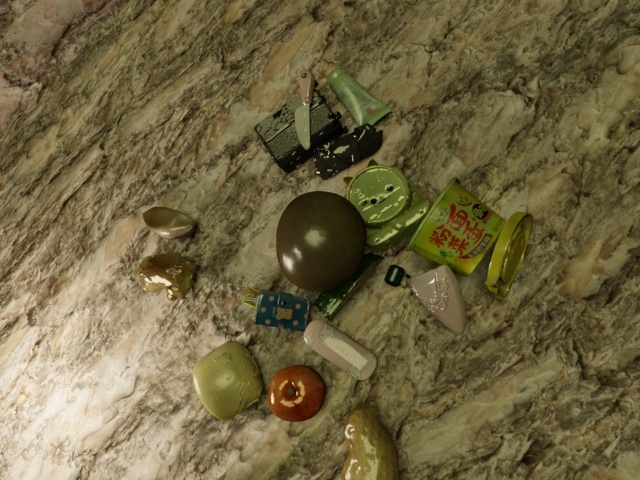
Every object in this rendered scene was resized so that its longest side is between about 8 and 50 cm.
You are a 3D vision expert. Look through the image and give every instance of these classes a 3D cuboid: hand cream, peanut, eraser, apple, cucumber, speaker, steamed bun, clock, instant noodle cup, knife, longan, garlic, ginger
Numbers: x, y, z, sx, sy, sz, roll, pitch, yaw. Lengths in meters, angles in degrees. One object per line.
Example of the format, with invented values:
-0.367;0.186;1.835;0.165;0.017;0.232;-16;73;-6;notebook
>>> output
0.145;-0.606;1.867;0.147;0.093;0.305;-37;69;0;hand cream
0.162;0.746;1.455;0.193;0.169;0.386;-12;69;19;peanut
0.415;0.215;1.521;0.059;0.204;0.243;-27;85;-35;eraser
-0.089;0.545;1.588;0.210;0.164;0.209;-5;72;15;apple
0.100;0.152;1.656;0.105;0.145;0.325;42;87;16;cucumber
0.289;0.136;1.633;0.095;0.060;0.075;22;84;22;speaker
-0.357;0.521;1.679;0.232;0.166;0.272;-33;68;9;steamed bun
0.604;0.043;1.443;0.071;0.277;0.293;23;77;35;clock
0.469;-0.033;1.513;0.222;0.311;0.311;34;88;13;instant noodle cup
0.227;-0.157;1.703;0.286;0.117;0.348;-34;68;6;clock
-0.069;-0.525;1.780;0.081;0.043;0.335;-2;78;25;knife
0.000;0.000;1.552;0.362;0.361;0.360;-5;74;17;longan
-0.686;-0.076;1.978;0.318;0.112;0.143;23;61;28;garlic
-0.657;0.157;1.898;0.276;0.130;0.221;-22;79;17;ginger

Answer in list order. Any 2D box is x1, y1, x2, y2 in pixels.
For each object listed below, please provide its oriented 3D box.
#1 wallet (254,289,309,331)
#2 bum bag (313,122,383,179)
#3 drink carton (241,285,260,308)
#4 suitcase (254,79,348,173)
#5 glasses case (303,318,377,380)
-0.148;0.267;1.694;0.203;0.059;0.140;10;81;-6;wallet
0.106;-0.372;1.807;0.327;0.079;0.142;-28;103;10;bum bag
-0.231;0.248;1.773;0.166;0.056;0.071;21;78;21;drink carton
-0.086;-0.473;1.870;0.335;0.152;0.229;-34;67;6;suitcase
0.070;0.397;1.624;0.297;0.075;0.113;29;84;22;glasses case
